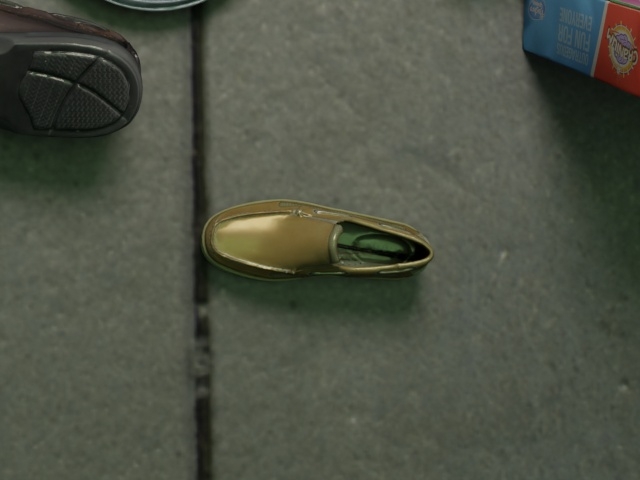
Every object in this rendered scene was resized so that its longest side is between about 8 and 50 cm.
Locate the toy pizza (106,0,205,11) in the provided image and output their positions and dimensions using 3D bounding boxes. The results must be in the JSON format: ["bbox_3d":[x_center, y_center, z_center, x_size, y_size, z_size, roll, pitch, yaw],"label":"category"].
[{"bbox_3d":[-0.137,-0.283,1.196,0.201,0.032,0.201,0,89,-13],"label":"toy pizza"}]

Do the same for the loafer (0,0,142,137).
[{"bbox_3d":[-0.287,-0.142,1.142,0.303,0.095,0.109,8,118,-10],"label":"loafer"}]

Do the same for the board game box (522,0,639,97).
[{"bbox_3d":[0.355,-0.170,1.210,0.317,0.242,0.064,-2,106,-13],"label":"board game box"}]

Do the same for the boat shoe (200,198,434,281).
[{"bbox_3d":[0.000,0.000,1.209,0.190,0.072,0.068,0,90,-14],"label":"boat shoe"}]
